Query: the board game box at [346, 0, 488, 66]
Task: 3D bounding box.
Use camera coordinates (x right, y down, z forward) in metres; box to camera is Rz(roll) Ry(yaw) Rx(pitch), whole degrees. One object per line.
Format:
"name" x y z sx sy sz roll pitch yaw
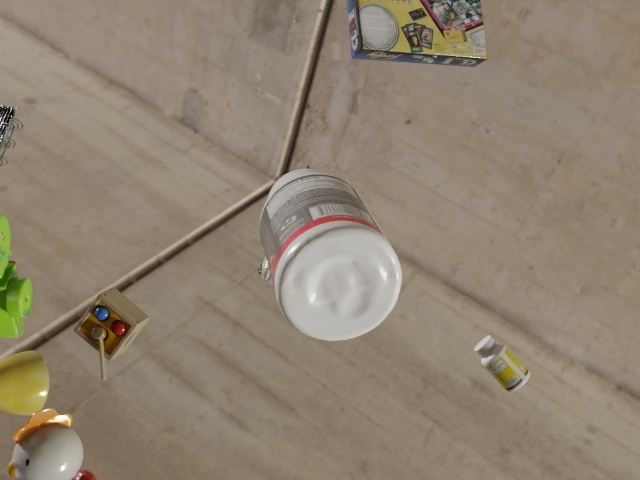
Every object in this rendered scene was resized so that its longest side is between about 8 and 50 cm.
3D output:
"board game box" 0.161 -0.383 1.238 0.042 0.243 0.165 159 -73 -65

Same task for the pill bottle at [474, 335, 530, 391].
"pill bottle" 0.384 0.260 1.568 0.116 0.065 0.065 48 -46 0

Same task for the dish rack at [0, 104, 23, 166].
"dish rack" -0.636 -0.159 1.384 0.271 0.074 0.208 9 -103 46

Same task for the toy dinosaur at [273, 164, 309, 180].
"toy dinosaur" -0.067 -0.153 1.820 0.047 0.090 0.082 60 -3 -22

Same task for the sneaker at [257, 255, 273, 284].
"sneaker" -0.098 0.063 1.752 0.086 0.237 0.085 23 -85 -8

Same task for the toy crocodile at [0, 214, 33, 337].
"toy crocodile" -0.535 0.031 1.176 0.115 0.105 0.341 1 -49 -1

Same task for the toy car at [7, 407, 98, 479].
"toy car" -0.476 0.398 1.238 0.219 0.210 0.238 9 -72 50

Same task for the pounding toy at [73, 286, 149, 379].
"pounding toy" -0.469 0.205 1.629 0.130 0.100 0.141 39 -77 3

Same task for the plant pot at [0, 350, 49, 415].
"plant pot" -0.634 0.293 1.501 0.134 0.095 0.134 -5 -99 37

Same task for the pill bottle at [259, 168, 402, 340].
"pill bottle" 0.000 0.000 1.121 0.176 0.318 0.176 -4 -66 -9
